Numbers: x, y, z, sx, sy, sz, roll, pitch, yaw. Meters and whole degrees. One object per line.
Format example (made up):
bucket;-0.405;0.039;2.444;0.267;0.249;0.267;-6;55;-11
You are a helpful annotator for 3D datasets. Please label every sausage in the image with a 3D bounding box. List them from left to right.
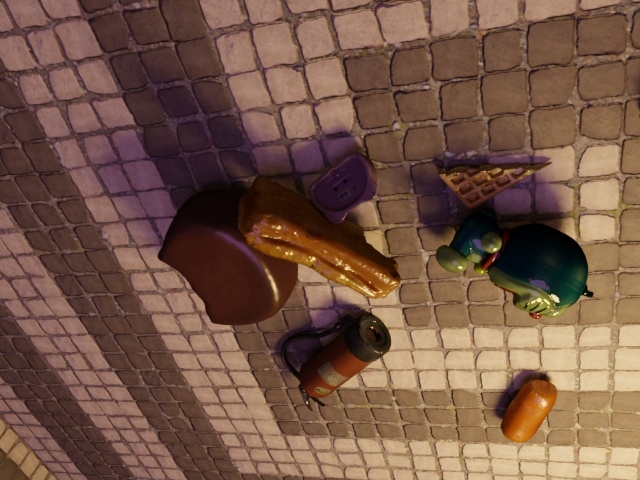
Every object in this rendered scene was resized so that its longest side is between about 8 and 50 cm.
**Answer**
sausage;0.557;0.464;1.628;0.098;0.098;0.238;15;130;3

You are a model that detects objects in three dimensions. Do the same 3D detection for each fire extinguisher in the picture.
fire extinguisher;0.022;0.317;1.663;0.376;0.113;0.200;-48;63;37

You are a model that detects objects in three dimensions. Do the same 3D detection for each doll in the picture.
doll;0.413;0.043;1.259;0.322;0.198;0.186;27;93;6

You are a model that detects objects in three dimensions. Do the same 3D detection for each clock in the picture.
clock;0.057;-0.110;1.280;0.153;0.050;0.110;-35;80;26

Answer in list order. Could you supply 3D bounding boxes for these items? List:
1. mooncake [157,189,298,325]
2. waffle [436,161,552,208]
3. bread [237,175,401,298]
mooncake;-0.213;0.049;1.443;0.326;0.174;0.333;29;133;-5
waffle;0.350;-0.149;1.224;0.191;0.032;0.125;-33;112;32
bread;0.000;0.000;1.315;0.381;0.185;0.109;25;118;-21
